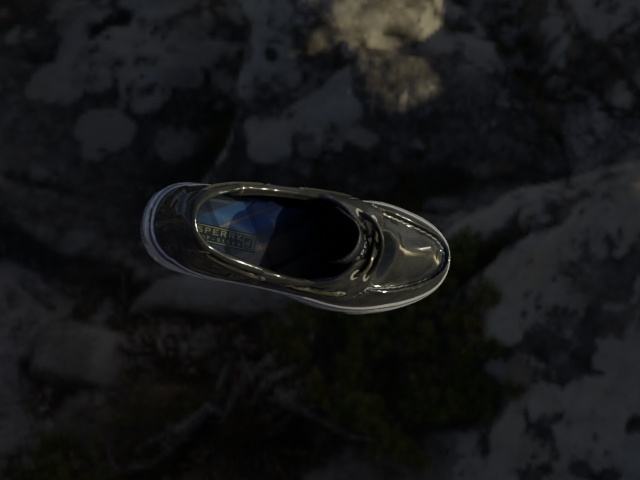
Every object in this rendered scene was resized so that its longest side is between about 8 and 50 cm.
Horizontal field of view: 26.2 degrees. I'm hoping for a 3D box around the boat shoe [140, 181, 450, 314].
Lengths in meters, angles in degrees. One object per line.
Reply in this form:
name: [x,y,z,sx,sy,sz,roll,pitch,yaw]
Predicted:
boat shoe: [0.000,0.000,0.888,0.228,0.080,0.076,13,-9,-29]
